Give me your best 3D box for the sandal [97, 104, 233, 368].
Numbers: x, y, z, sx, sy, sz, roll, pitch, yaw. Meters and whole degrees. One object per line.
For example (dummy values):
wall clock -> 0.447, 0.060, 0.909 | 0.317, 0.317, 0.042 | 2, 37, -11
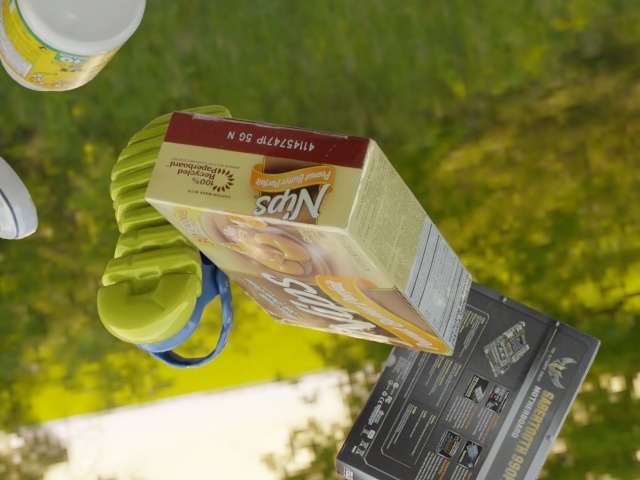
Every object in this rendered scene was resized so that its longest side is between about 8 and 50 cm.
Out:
sandal -> -0.135, 0.001, 1.697 | 0.126, 0.317, 0.138 | -7, 137, 20

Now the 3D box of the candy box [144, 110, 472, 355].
candy box -> 0.000, 0.000, 1.500 | 0.183, 0.088, 0.316 | 10, 163, 24

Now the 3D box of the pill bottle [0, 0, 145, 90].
pill bottle -> -0.242, -0.206, 1.631 | 0.117, 0.118, 0.208 | -9, 174, -22

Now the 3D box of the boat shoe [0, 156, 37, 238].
boat shoe -> -0.383, -0.050, 1.739 | 0.084, 0.095, 0.258 | -34, -143, -33

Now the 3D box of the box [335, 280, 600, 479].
box -> 0.145, 0.163, 1.713 | 0.183, 0.231, 0.056 | 25, 161, 10
